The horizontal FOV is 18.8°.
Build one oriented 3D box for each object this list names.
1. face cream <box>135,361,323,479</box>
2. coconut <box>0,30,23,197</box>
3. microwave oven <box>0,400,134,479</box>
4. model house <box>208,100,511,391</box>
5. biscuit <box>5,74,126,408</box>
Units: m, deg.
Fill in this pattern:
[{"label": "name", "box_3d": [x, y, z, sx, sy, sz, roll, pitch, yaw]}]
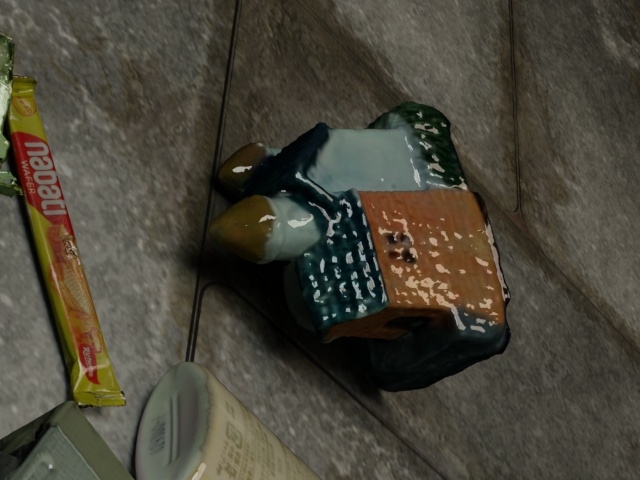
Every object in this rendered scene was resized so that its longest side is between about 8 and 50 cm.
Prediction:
[{"label": "face cream", "box_3d": [-0.004, 0.251, 1.521, 0.348, 0.081, 0.173, 46, 18, -26]}, {"label": "coconut", "box_3d": [-0.272, -0.104, 1.453, 0.133, 0.055, 0.158, 41, 31, -30]}, {"label": "microwave oven", "box_3d": [-0.227, 0.261, 0.832, 0.218, 0.355, 0.286, 54, 28, -10]}, {"label": "model house", "box_3d": [0.000, 0.000, 1.727, 0.291, 0.184, 0.253, 6, 64, -42]}, {"label": "biscuit", "box_3d": [-0.208, -0.002, 1.496, 0.048, 0.026, 0.292, 0, 62, -38]}]
